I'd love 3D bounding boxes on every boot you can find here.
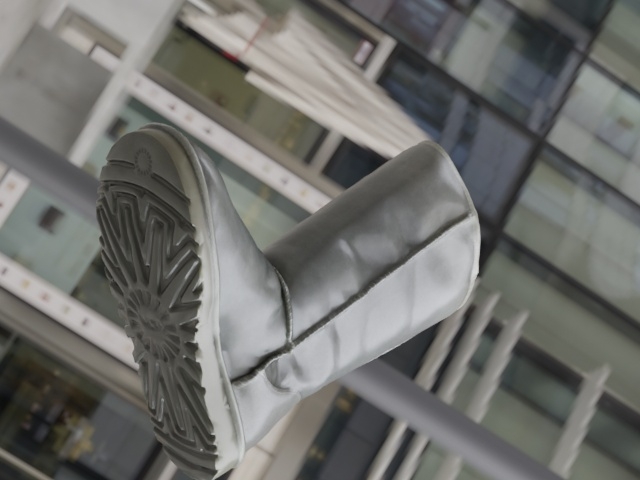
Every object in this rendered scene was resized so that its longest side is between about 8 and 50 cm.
[{"bbox_3d":[-0.002,-0.002,0.662,0.208,0.076,0.190,-29,130,-34],"label":"boot"}]
